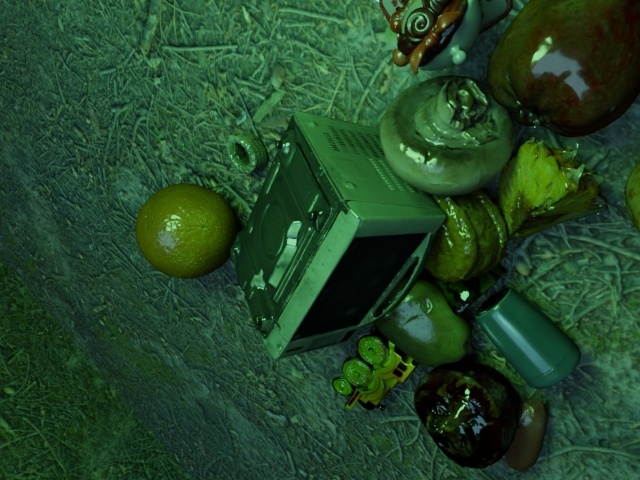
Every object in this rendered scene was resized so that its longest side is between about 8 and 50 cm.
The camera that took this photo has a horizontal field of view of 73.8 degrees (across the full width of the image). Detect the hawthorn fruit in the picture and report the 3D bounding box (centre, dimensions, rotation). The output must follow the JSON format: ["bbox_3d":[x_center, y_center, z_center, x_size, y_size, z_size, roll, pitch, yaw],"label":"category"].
[{"bbox_3d":[0.375,-0.276,0.608,0.208,0.208,0.248,41,99,11],"label":"hawthorn fruit"}]

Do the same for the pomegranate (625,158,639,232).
[{"bbox_3d":[0.547,-0.073,0.573,0.215,0.215,0.216,15,119,28],"label":"pomegranate"}]

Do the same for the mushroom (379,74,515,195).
[{"bbox_3d":[0.215,-0.186,0.728,0.226,0.227,0.178,36,170,15],"label":"mushroom"}]

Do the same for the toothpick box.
[{"bbox_3d":[0.403,0.187,0.847,0.184,0.120,0.120,48,129,8],"label":"toothpick box"}]

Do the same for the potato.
[{"bbox_3d":[0.213,0.174,0.949,0.228,0.148,0.197,55,156,-7],"label":"potato"}]

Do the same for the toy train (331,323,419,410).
[{"bbox_3d":[0.141,0.339,1.106,0.160,0.100,0.296,35,127,13],"label":"toy train"}]

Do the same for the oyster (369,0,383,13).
[{"bbox_3d":[0.166,-0.459,0.739,0.108,0.053,0.165,48,129,-4],"label":"oyster"}]

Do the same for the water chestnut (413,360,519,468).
[{"bbox_3d":[0.309,0.379,0.935,0.223,0.238,0.224,19,117,41],"label":"water chestnut"}]

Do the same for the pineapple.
[{"bbox_3d":[0.400,-0.099,0.722,0.163,0.250,0.140,-11,72,6],"label":"pineapple"}]

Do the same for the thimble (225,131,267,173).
[{"bbox_3d":[-0.188,-0.225,1.080,0.084,0.062,0.110,-30,94,36],"label":"thimble"}]

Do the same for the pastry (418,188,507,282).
[{"bbox_3d":[0.258,-0.016,0.823,0.189,0.103,0.189,46,146,44],"label":"pastry"}]

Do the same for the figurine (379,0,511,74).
[{"bbox_3d":[0.177,-0.333,0.654,0.183,0.226,0.160,-25,119,38],"label":"figurine"}]

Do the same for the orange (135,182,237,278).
[{"bbox_3d":[-0.362,-0.026,1.164,0.274,0.274,0.275,15,119,28],"label":"orange"}]

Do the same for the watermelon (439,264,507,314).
[{"bbox_3d":[0.325,0.094,0.894,0.135,0.125,0.094,-18,132,17],"label":"watermelon"}]

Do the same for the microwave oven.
[{"bbox_3d":[0.000,0.000,0.868,0.395,0.246,0.333,-60,42,36],"label":"microwave oven"}]

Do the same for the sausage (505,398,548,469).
[{"bbox_3d":[0.461,0.436,0.956,0.077,0.077,0.194,12,117,29],"label":"sausage"}]
